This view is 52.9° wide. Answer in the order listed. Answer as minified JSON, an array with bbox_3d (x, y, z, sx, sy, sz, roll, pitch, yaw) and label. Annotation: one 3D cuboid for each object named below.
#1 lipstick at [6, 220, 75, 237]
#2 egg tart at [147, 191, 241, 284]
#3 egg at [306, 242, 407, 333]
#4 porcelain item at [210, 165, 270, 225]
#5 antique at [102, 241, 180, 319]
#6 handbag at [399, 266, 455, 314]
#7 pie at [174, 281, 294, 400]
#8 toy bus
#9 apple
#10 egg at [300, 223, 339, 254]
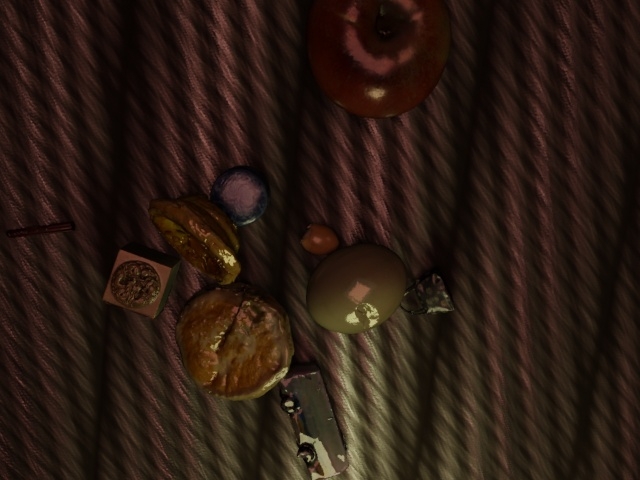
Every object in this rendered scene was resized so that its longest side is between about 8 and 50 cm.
[{"bbox_3d":[-0.731,-0.026,1.677,0.177,0.027,0.027,-7,99,2],"label":"lipstick"},{"bbox_3d":[-0.293,-0.017,1.578,0.290,0.290,0.115,45,67,-7],"label":"egg tart"},{"bbox_3d":[0.090,0.120,1.616,0.269,0.219,0.219,-38,98,7],"label":"egg"},{"bbox_3d":[-0.201,-0.114,1.626,0.147,0.114,0.147,0,100,0],"label":"porcelain item"},{"bbox_3d":[-0.457,0.104,1.642,0.147,0.148,0.151,20,96,-6],"label":"antique"},{"bbox_3d":[0.274,0.147,1.706,0.139,0.072,0.115,-23,101,16],"label":"handbag"},{"bbox_3d":[-0.226,0.263,1.687,0.339,0.077,0.339,0,91,15],"label":"pie"},{"bbox_3d":[-0.022,0.481,1.731,0.138,0.112,0.316,-17,100,-2],"label":"toy bus"},{"bbox_3d":[0.130,-0.458,1.493,0.349,0.277,0.348,0,97,-3],"label":"apple"},{"bbox_3d":[0.000,0.000,1.665,0.096,0.080,0.080,30,98,-14],"label":"egg"}]
